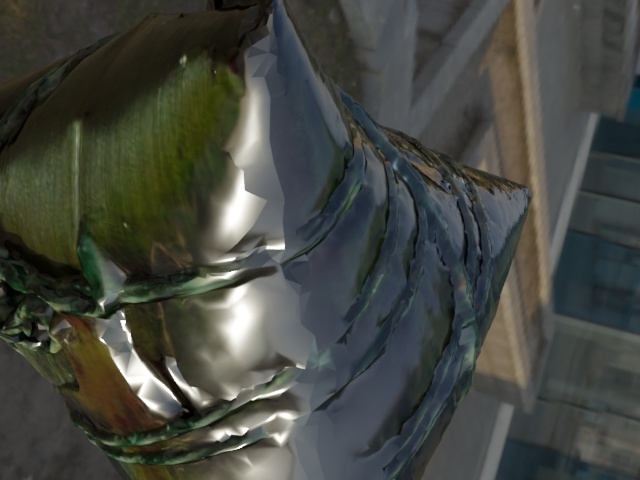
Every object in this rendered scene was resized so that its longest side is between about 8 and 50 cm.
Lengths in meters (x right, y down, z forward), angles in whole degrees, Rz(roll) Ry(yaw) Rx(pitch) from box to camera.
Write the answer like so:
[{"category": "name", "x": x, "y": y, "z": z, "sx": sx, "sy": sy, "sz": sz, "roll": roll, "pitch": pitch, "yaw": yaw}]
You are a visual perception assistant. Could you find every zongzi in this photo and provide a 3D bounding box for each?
[{"category": "zongzi", "x": 0.000, "y": 0.000, "z": 0.569, "sx": 0.362, "sy": 0.319, "sz": 0.384, "roll": -51, "pitch": 127, "yaw": -32}]
